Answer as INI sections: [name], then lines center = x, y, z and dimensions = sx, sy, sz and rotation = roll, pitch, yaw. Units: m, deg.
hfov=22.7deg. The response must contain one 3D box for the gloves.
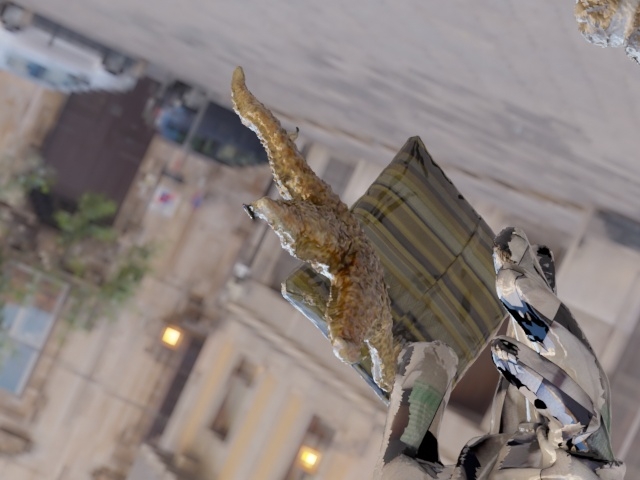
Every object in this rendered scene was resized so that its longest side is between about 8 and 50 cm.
[gloves]
center = 0.091, 0.099, 0.777
dimensions = 0.111, 0.212, 0.127
rotation = 33, 149, -9

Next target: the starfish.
[starfish]
center = 0.004, -0.002, 1.249
dimensions = 0.299, 0.060, 0.302
rotation = 64, -174, -7

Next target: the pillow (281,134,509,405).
[pillow]
center = 0.092, 0.043, 1.534
dimensions = 0.208, 0.212, 0.052
rotation = 48, 157, -17

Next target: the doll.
[doll]
center = 0.370, -0.227, 1.707
dimensions = 0.221, 0.105, 0.115
rotation = 31, 162, -5
